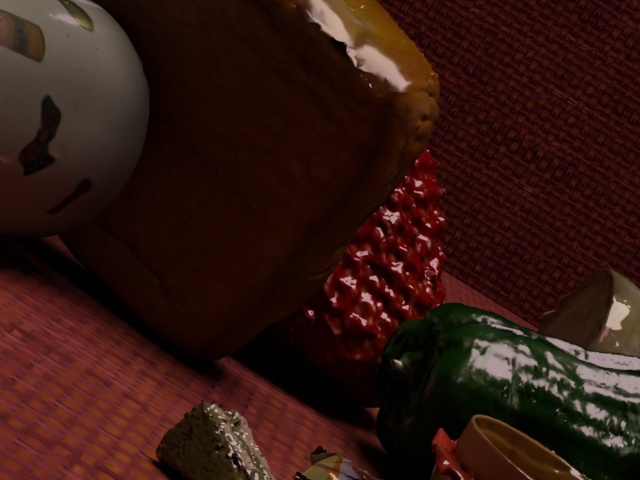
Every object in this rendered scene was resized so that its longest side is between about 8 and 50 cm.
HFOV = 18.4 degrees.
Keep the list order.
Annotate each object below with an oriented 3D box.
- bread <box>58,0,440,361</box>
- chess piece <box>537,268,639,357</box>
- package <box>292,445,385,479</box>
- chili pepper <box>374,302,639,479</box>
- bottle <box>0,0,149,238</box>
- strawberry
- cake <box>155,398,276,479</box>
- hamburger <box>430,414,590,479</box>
[{"bbox_3d":[-0.088,-0.099,1.638,0.337,0.328,0.148,42,23,20],"label":"bread"},{"bbox_3d":[0.410,0.232,1.994,0.442,0.234,0.234,30,6,-7],"label":"chess piece"},{"bbox_3d":[0.032,0.190,1.420,0.108,0.031,0.121,32,7,4],"label":"package"},{"bbox_3d":[0.218,0.192,1.675,0.385,0.213,0.167,26,50,-19],"label":"chili pepper"},{"bbox_3d":[-0.305,-0.126,1.462,0.229,0.229,0.352,35,11,27],"label":"bottle"},{"bbox_3d":[0.000,0.000,1.841,0.351,0.267,0.312,57,-5,23],"label":"strawberry"},{"bbox_3d":[-0.041,0.156,1.241,0.140,0.055,0.051,38,3,36],"label":"cake"},{"bbox_3d":[0.114,0.201,1.230,0.175,0.137,0.175,36,5,-4],"label":"hamburger"}]
